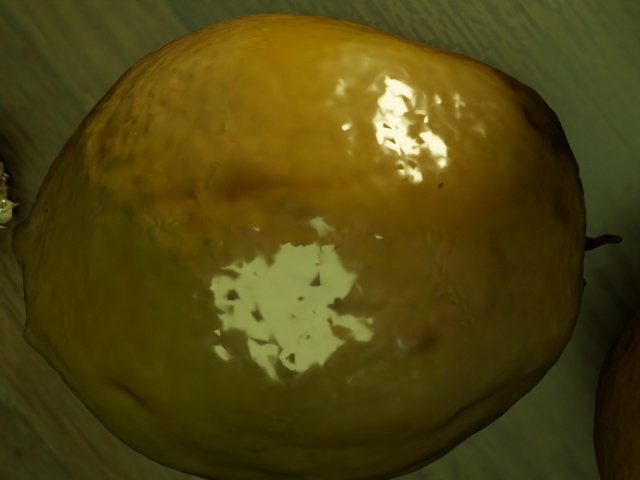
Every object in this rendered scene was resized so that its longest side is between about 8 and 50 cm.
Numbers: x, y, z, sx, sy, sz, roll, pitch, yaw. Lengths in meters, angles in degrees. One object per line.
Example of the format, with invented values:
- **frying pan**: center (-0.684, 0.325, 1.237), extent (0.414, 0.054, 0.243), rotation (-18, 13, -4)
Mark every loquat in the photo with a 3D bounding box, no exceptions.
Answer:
- **loquat**: center (0.000, 0.000, 0.426), extent (0.234, 0.176, 0.187), rotation (-2, 57, -1)

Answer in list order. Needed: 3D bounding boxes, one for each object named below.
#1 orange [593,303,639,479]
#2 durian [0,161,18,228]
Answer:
- **orange**: center (0.201, 0.086, 0.407), extent (0.206, 0.206, 0.206), rotation (1, 99, 8)
- **durian**: center (-0.225, 0.008, 0.451), extent (0.140, 0.078, 0.224), rotation (31, 60, -11)
